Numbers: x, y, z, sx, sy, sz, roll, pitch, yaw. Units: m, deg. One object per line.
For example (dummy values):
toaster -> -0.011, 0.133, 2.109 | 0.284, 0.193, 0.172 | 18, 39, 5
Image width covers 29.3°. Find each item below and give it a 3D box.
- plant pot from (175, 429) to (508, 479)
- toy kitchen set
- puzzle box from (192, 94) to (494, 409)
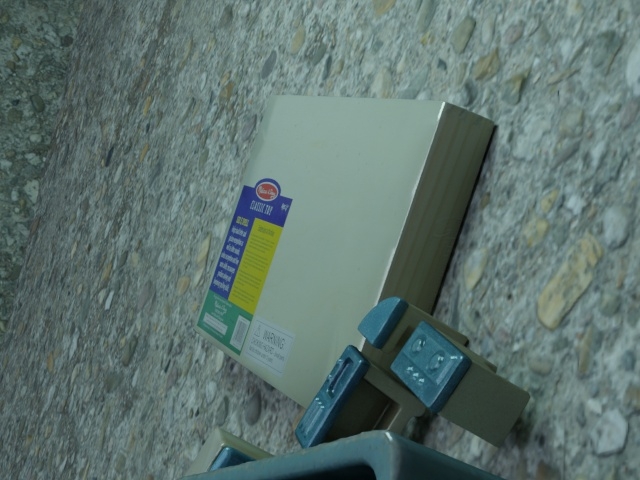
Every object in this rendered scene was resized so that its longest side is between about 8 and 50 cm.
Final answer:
plant pot -> 0.062, 0.247, 0.558 | 0.247, 0.252, 0.248 | -29, 47, 58
toy kitchen set -> 0.018, 0.141, 0.848 | 0.207, 0.122, 0.166 | -59, 20, 4
puzzle box -> 0.000, 0.000, 1.135 | 0.409, 0.052, 0.272 | 20, 91, 67
